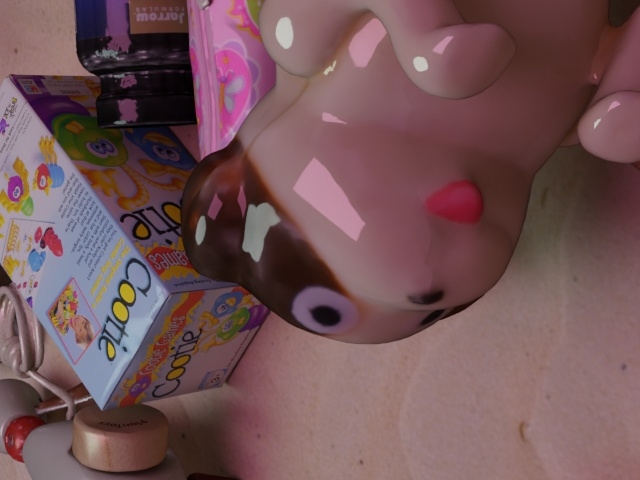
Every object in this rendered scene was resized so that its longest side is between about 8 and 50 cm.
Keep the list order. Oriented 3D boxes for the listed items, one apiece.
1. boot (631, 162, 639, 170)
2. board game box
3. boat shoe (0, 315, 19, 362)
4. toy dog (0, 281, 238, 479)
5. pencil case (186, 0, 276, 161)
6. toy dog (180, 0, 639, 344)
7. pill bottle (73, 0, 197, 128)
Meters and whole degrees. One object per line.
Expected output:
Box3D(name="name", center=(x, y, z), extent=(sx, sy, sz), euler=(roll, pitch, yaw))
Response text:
Box3D(name="boot", center=(0.296, -0.091, 0.938), extent=(0.152, 0.073, 0.197), euler=(34, 116, 27))
Box3D(name="board game box", center=(-0.181, -0.005, 1.342), extent=(0.275, 0.142, 0.144), euler=(50, 125, 28))
Box3D(name="boat shoe", center=(-0.395, -0.011, 1.582), extent=(0.118, 0.103, 0.320), euler=(77, 170, -71))
Box3D(name="toy dog", center=(-0.196, 0.194, 1.408), extent=(0.334, 0.161, 0.220), euler=(51, 130, 45))
Box3D(name="pencil case", center=(-0.056, -0.129, 1.224), extent=(0.124, 0.124, 0.284), euler=(0, 96, 44))
Box3D(name="toy dog", center=(0.048, -0.137, 0.969), extent=(0.395, 0.284, 0.408), euler=(13, 90, 50))
Box3D(name="pill bottle", center=(-0.150, -0.207, 1.300), extent=(0.123, 0.123, 0.219), euler=(-1, 93, 44))
